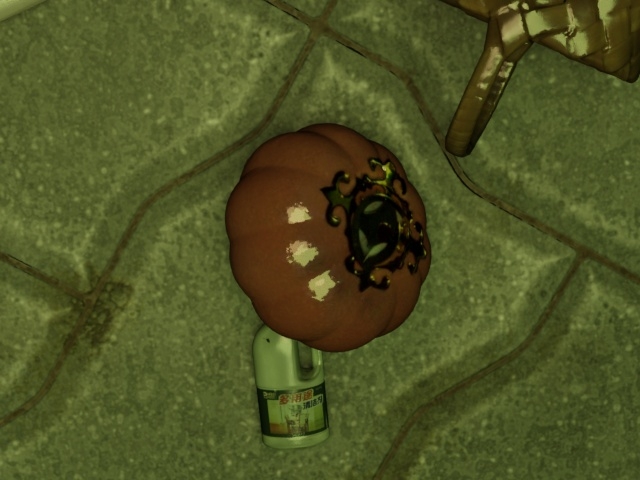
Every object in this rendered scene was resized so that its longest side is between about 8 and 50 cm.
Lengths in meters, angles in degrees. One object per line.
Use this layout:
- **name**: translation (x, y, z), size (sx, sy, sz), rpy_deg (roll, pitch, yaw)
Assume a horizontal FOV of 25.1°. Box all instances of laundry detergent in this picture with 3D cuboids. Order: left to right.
- **laundry detergent**: translation (-0.045, 0.179, 2.033), size (0.099, 0.070, 0.226), rpy_deg (-4, 103, 5)

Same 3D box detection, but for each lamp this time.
- **lamp**: translation (0.000, 0.000, 1.907), size (0.305, 0.239, 0.305), rpy_deg (13, 69, -38)

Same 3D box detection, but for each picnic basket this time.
- **picnic basket**: translation (0.239, -0.249, 1.842), size (0.337, 0.293, 0.337), rpy_deg (1, 96, 10)

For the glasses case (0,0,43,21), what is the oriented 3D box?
- **glasses case**: translation (-0.410, -0.335, 1.893), size (0.193, 0.049, 0.074), rpy_deg (-26, 104, 1)
